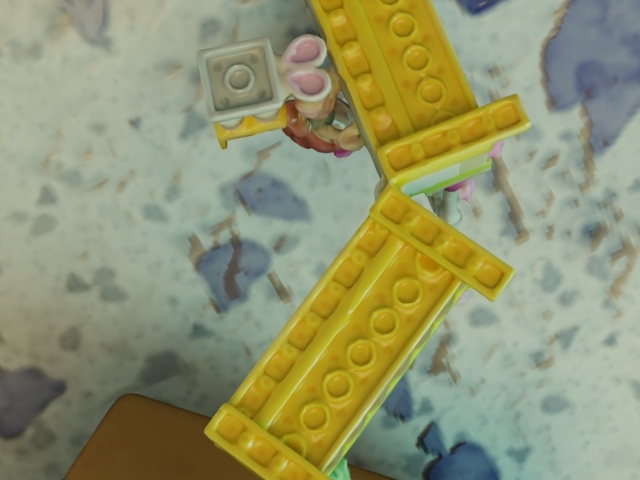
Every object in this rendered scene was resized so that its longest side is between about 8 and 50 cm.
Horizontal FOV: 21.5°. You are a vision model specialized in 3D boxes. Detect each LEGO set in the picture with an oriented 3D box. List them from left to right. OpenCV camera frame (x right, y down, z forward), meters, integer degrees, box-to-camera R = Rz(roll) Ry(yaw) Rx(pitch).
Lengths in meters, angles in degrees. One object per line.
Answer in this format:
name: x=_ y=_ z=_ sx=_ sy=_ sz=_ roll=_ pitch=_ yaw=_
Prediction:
LEGO set: x=0.000 y=0.000 z=0.551 sx=0.132 sy=0.107 sz=0.287 roll=0 pitch=76 yaw=4

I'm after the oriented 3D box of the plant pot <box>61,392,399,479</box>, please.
plant pot: x=-0.040 y=0.193 z=0.615 sx=0.203 sy=0.291 sz=0.291 roll=31 pitch=111 yaw=-2
